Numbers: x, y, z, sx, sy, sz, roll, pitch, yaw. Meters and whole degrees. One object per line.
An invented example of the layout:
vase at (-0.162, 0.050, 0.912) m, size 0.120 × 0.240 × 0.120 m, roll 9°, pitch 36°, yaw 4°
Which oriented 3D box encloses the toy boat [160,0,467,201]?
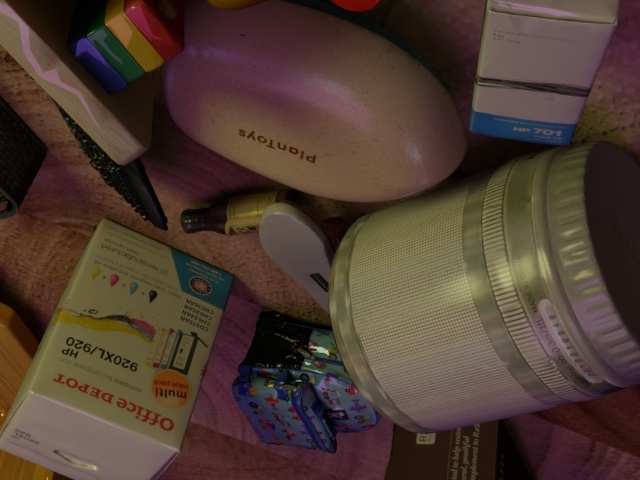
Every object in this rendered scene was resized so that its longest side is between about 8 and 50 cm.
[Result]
toy boat at (0.016, -0.161, 0.818) m, size 0.267 × 0.148 × 0.318 m, roll 23°, pitch 148°, yaw -3°

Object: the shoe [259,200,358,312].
shoe at (0.000, 0.000, 1.044) m, size 0.063 × 0.081 × 0.178 m, roll -12°, pitch 138°, yaw 29°

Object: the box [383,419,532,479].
box at (0.197, 0.375, 1.320) m, size 0.143 × 0.191 × 0.381 m, roll -5°, pitch 146°, yaw 23°

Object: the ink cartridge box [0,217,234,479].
ink cartridge box at (-0.225, 0.135, 1.161) m, size 0.171 × 0.233 × 0.168 m, roll 25°, pitch 141°, yaw -13°

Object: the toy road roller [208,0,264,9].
toy road roller at (0.000, -0.261, 0.550) m, size 0.329 × 0.241 × 0.202 m, roll -21°, pitch 133°, yaw 11°

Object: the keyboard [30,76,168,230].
keyboard at (-0.218, -0.122, 0.905) m, size 0.201 × 0.033 × 0.317 m, roll 50°, pitch 168°, yaw 14°

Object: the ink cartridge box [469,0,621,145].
ink cartridge box at (0.152, -0.165, 0.699) m, size 0.082 × 0.140 × 0.191 m, roll 11°, pitch 165°, yaw 7°

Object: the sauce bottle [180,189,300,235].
sauce bottle at (-0.084, -0.026, 1.074) m, size 0.128 × 0.042 × 0.042 m, roll -6°, pitch 137°, yaw 27°

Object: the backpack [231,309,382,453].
backpack at (0.005, 0.171, 1.213) m, size 0.173 × 0.117 × 0.158 m, roll 5°, pitch 140°, yaw 22°

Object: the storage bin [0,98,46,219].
storage bin at (-0.379, -0.104, 1.040) m, size 0.122 × 0.084 × 0.180 m, roll -11°, pitch 136°, yaw 28°

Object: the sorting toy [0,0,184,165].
sorting toy at (-0.175, -0.227, 0.709) m, size 0.089 × 0.255 × 0.257 m, roll -28°, pitch 128°, yaw 17°

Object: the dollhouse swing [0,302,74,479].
dollhouse swing at (-0.515, 0.251, 1.370) m, size 0.346 × 0.315 × 0.305 m, roll 4°, pitch 161°, yaw 14°

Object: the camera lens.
camera lens at (0.161, 0.048, 0.941) m, size 0.274 × 0.219 × 0.219 m, roll -20°, pitch 130°, yaw 36°
